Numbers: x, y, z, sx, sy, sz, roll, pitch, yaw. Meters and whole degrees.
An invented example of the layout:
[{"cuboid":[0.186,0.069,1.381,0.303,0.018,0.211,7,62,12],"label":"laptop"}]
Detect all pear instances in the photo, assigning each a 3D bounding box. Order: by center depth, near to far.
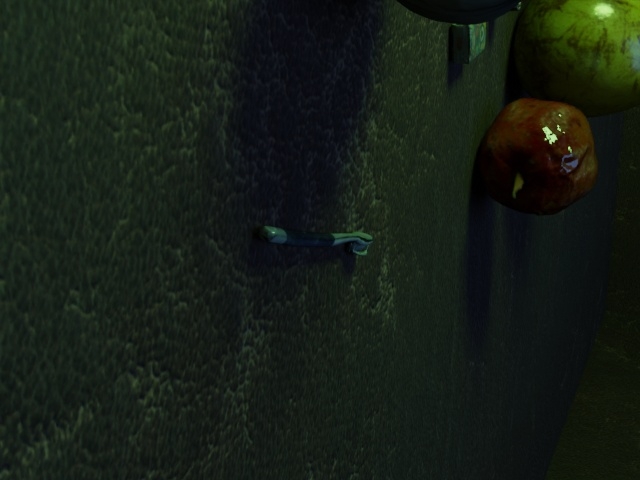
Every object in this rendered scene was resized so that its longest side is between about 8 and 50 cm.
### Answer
[{"cuboid":[0.497,-0.358,1.771,0.281,0.281,0.280,8,90,-67],"label":"pear"}]

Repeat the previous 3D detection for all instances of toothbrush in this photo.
[{"cuboid":[0.000,0.000,1.034,0.288,0.024,0.026,4,108,-68],"label":"toothbrush"}]

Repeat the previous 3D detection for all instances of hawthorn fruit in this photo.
[{"cuboid":[0.356,-0.127,1.623,0.243,0.207,0.207,-42,135,-50],"label":"hawthorn fruit"}]

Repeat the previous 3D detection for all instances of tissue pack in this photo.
[{"cuboid":[0.221,-0.305,1.429,0.083,0.035,0.063,-43,136,-54],"label":"tissue pack"}]

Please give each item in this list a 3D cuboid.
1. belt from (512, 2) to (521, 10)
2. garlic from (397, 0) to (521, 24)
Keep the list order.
[{"cuboid":[0.330,-0.492,1.599,0.071,0.053,0.232,63,41,-66],"label":"belt"},{"cuboid":[0.144,-0.371,0.964,0.317,0.259,0.317,-158,-90,-88],"label":"garlic"}]
